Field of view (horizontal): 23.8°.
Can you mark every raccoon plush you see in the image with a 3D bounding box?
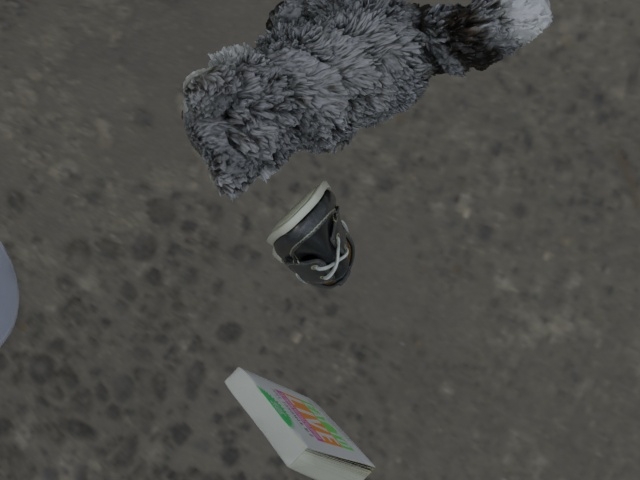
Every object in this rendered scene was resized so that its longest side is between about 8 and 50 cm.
[{"bbox_3d":[0.027,-0.219,1.849,0.216,0.446,0.299,58,33,-7],"label":"raccoon plush"}]

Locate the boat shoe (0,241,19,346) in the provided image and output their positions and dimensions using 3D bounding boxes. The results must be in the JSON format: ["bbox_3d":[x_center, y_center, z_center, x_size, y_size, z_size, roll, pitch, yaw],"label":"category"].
[{"bbox_3d":[-0.269,0.034,0.833,0.258,0.084,0.095,0,86,-63],"label":"boat shoe"}]

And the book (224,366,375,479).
[{"bbox_3d":[-0.019,0.162,1.304,0.035,0.096,0.144,-44,153,6],"label":"book"}]

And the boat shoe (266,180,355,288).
[{"bbox_3d":[0.000,0.000,1.474,0.079,0.233,0.084,44,84,7],"label":"boat shoe"}]
